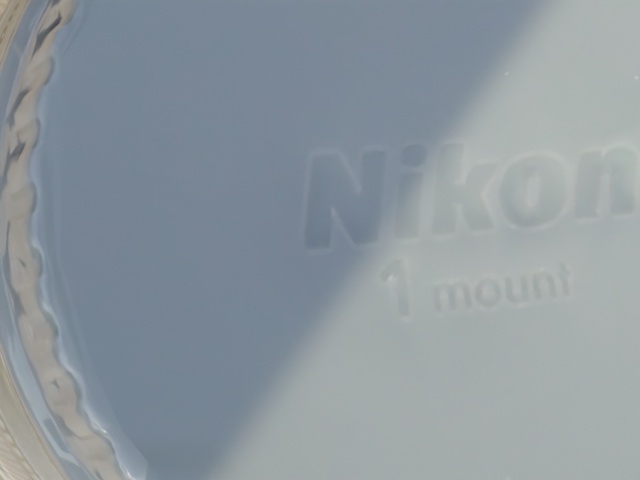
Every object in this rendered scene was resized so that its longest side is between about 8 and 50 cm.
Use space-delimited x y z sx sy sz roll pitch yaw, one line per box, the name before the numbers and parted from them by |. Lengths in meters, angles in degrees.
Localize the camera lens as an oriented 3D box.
camera lens | 0.000 0.000 0.548 0.219 0.274 0.219 1 86 -14
